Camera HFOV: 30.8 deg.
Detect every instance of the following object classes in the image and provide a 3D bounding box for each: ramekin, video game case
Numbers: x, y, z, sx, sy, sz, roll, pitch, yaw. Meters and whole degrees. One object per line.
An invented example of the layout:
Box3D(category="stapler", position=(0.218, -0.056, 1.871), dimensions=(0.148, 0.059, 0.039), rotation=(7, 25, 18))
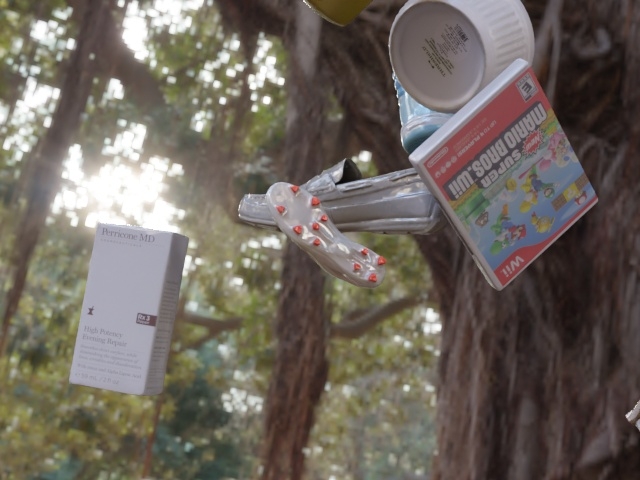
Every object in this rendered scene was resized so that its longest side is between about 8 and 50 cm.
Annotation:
Box3D(category="ramekin", position=(0.198, -0.284, 1.712), dimensions=(0.207, 0.207, 0.109), rotation=(-5, 17, 40))
Box3D(category="video game case", position=(0.260, -0.084, 1.610), dimensions=(0.025, 0.204, 0.285), rotation=(41, -9, 51))

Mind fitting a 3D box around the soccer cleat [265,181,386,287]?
Box3D(category="soccer cleat", position=(0.000, 0.000, 1.526), dimensions=(0.196, 0.068, 0.076), rotation=(39, -24, -13))

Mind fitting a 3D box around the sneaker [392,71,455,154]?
Box3D(category="sneaker", position=(0.237, -0.230, 2.066), dimensions=(0.127, 0.208, 0.319), rotation=(-19, -22, 25))

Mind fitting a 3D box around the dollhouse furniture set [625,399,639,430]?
Box3D(category="dollhouse furniture set", position=(0.414, 0.149, 1.303), dimensions=(0.355, 0.303, 0.174), rotation=(-44, -51, 15))

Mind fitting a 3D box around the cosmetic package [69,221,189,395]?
Box3D(category="cosmetic package", position=(-0.267, 0.095, 1.632), dimensions=(0.117, 0.231, 0.085), rotation=(7, -3, 12))

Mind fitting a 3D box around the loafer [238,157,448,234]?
Box3D(category="loafer", position=(0.033, -0.063, 1.697), dimensions=(0.319, 0.111, 0.112), rotation=(0, -1, 18))

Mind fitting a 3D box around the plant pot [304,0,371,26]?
Box3D(category="plant pot", position=(0.008, -0.437, 1.598), dimensions=(0.212, 0.212, 0.187), rotation=(-41, -4, 23))
